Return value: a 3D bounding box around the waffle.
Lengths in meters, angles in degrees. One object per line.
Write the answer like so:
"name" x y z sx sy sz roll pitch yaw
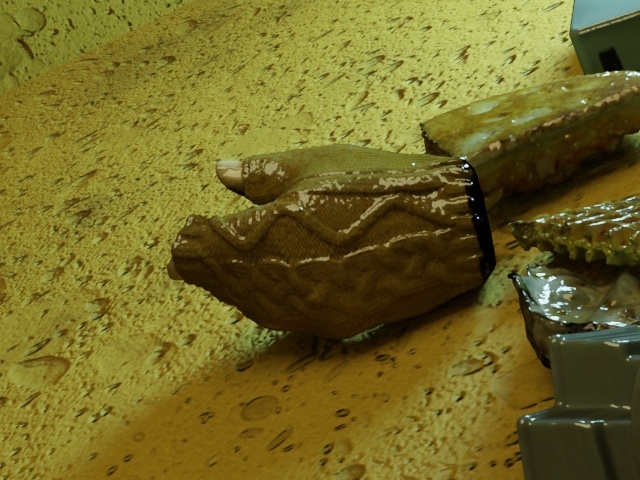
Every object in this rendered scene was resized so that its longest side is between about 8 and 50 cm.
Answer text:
"waffle" 0.263 -0.005 1.339 0.192 0.046 0.160 -5 14 32

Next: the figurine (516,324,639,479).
"figurine" 0.285 0.129 0.917 0.285 0.167 0.342 -10 64 43

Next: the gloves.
"gloves" 0.003 0.002 1.438 0.356 0.203 0.155 -9 11 22

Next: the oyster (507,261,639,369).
"oyster" 0.255 0.071 1.201 0.166 0.094 0.294 -10 12 -2

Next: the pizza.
"pizza" 0.257 -0.134 1.607 0.268 0.087 0.258 -24 19 2

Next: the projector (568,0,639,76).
"projector" 0.421 -0.292 1.753 0.192 0.099 0.256 -17 24 22
